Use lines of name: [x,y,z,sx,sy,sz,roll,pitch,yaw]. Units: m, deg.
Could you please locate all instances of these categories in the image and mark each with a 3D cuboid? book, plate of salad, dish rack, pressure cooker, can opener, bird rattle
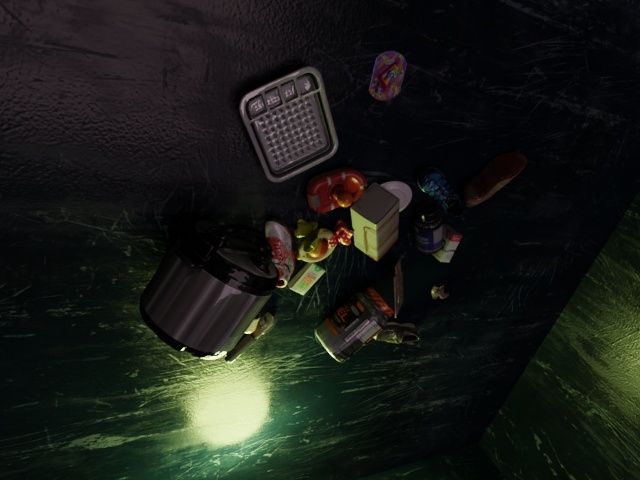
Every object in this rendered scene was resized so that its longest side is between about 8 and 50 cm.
book: [-0.058,0.160,1.919,0.144,0.035,0.096,-49,135,7]
plate of salad: [0.276,-0.174,1.852,0.199,0.048,0.200,-8,140,-7]
dish rack: [-0.103,-0.382,1.490,0.285,0.072,0.333,-28,131,-10]
pressure cooker: [-0.340,0.129,1.501,0.375,0.370,0.420,32,101,-19]
can opener: [-0.297,0.419,1.932,0.280,0.074,0.093,-41,132,2]
bird rattle: [0.000,0.000,1.811,0.253,0.143,0.207,-2,135,-43]

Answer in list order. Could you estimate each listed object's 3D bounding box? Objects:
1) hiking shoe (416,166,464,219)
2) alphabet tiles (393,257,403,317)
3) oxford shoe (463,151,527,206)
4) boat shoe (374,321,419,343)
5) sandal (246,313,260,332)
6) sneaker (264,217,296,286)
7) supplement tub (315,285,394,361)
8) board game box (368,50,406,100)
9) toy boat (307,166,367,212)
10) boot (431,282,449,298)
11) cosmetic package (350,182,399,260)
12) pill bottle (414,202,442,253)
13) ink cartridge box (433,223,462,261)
hiking shoe: [0.525,-0.207,1.922,0.113,0.132,0.304,-49,131,9]
alphabet tiles: [0.365,0.212,2.101,0.009,0.198,0.237,2,106,20]
oxford shoe: [0.784,-0.279,2.055,0.348,0.123,0.130,-33,158,-7]
boat shoe: [0.401,0.492,2.361,0.285,0.092,0.103,6,118,-32]
sandal: [-0.311,0.347,1.867,0.076,0.102,0.265,16,121,-38]
sneaker: [-0.163,0.055,1.701,0.090,0.145,0.270,3,134,18]
supplement tub: [0.161,0.380,2.073,0.338,0.207,0.207,-41,132,2]
board game box: [0.245,-0.572,1.580,0.133,0.033,0.169,-4,123,-27]
toy boat: [0.073,-0.175,1.678,0.231,0.151,0.151,-22,130,-14]
boot: [0.635,0.264,2.370,0.118,0.042,0.087,-11,124,-23]
cosmetic package: [0.218,-0.066,1.769,0.153,0.129,0.296,-46,154,-15]
pill bottle: [0.481,-0.056,2.009,0.122,0.123,0.219,-25,130,-12]
ink cartridge box: [0.582,0.013,2.120,0.063,0.109,0.151,4,119,-32]
